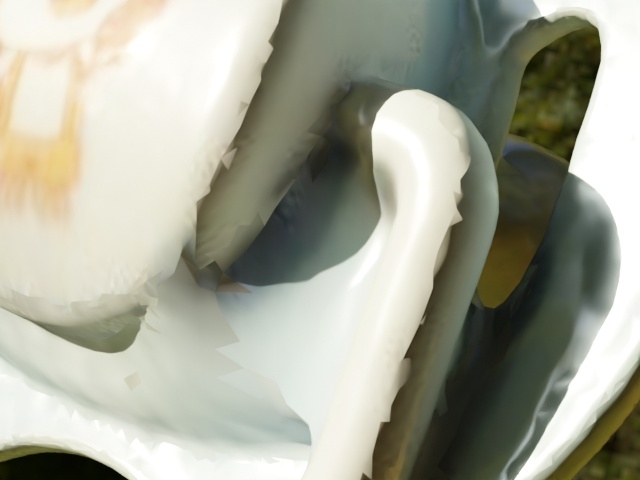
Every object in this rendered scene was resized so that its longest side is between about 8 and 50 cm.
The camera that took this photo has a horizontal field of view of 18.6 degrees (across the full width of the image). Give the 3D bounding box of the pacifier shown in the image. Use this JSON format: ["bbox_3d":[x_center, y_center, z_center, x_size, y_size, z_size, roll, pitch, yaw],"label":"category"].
[{"bbox_3d":[0.000,0.000,0.491,0.279,0.227,0.207,14,-6,44],"label":"pacifier"}]
